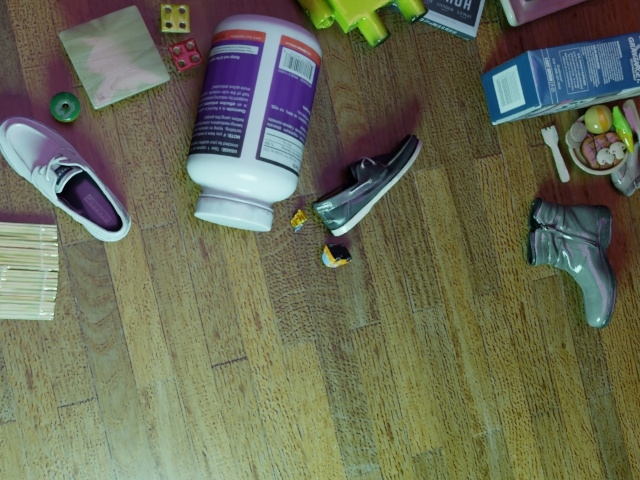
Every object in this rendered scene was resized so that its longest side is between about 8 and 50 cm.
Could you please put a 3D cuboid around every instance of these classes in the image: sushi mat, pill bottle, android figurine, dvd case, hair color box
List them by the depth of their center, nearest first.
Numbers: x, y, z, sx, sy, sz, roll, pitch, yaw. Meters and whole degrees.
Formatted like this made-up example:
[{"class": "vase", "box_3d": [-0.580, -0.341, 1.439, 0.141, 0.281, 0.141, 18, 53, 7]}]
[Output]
[{"class": "sushi mat", "box_3d": [-0.567, 0.042, 1.231, 0.317, 0.019, 0.151, 4, 85, -17]}, {"class": "pill bottle", "box_3d": [-0.111, -0.185, 1.298, 0.182, 0.181, 0.322, 13, 84, -16]}, {"class": "android figurine", "box_3d": [0.065, -0.482, 1.418, 0.248, 0.056, 0.273, -36, 90, -9]}, {"class": "hair color box", "box_3d": [0.498, -0.306, 1.491, 0.347, 0.174, 0.105, -14, 91, -17]}, {"class": "dvd case", "box_3d": [0.235, -0.515, 1.500, 0.179, 0.029, 0.238, 17, 82, -15]}]

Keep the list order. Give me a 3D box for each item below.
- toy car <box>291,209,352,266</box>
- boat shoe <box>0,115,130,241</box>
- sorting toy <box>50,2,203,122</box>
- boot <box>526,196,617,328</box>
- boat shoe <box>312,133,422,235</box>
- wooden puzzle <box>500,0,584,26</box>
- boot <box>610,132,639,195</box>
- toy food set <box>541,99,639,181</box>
[{"class": "toy car", "box_3d": [0.000, 0.000, 1.406, 0.040, 0.060, 0.122, -44, 80, 29]}, {"class": "boat shoe", "box_3d": [-0.397, -0.102, 1.257, 0.258, 0.084, 0.095, 40, 77, -11]}, {"class": "sorting toy", "box_3d": [-0.326, -0.298, 1.309, 0.275, 0.046, 0.132, -26, 94, -16]}, {"class": "boot", "box_3d": [0.464, 0.043, 1.521, 0.161, 0.083, 0.246, 2, 81, -10]}, {"class": "boat shoe", "box_3d": [0.086, -0.112, 1.404, 0.233, 0.084, 0.079, -44, 100, -11]}, {"class": "wooden puzzle", "box_3d": [0.439, -0.605, 1.519, 0.348, 0.080, 0.322, -24, 94, -24]}, {"class": "boot", "box_3d": [0.617, -0.149, 1.592, 0.118, 0.042, 0.087, -41, 105, -14]}, {"class": "toy food set", "box_3d": [0.536, -0.192, 1.542, 0.192, 0.038, 0.132, -19, 88, -4]}]
